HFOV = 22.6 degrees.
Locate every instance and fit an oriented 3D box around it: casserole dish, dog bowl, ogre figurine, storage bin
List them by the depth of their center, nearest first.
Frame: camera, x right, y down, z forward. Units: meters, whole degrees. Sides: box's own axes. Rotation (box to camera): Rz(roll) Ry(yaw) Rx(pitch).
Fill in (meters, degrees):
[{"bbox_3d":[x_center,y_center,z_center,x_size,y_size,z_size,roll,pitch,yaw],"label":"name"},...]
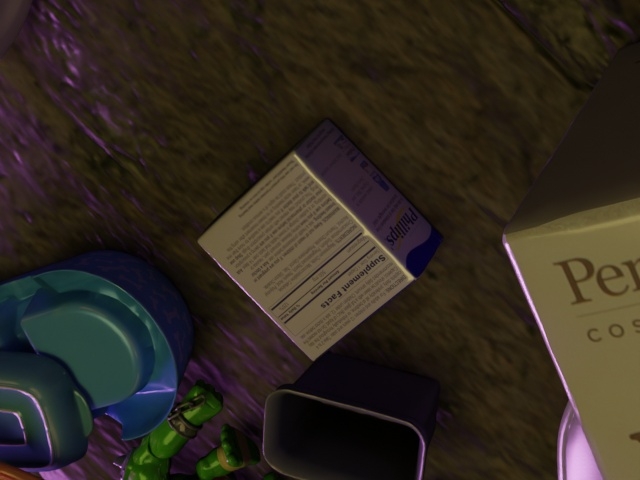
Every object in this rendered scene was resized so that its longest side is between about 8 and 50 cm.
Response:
[{"bbox_3d":[0.033,0.151,1.307,0.135,0.091,0.098,14,121,17],"label":"storage bin"},{"bbox_3d":[-0.287,0.152,1.391,0.188,0.037,0.114,2,116,24],"label":"casserole dish"},{"bbox_3d":[-0.096,0.227,1.407,0.118,0.097,0.197,-26,127,16],"label":"ogre figurine"},{"bbox_3d":[-0.239,0.101,1.410,0.297,0.074,0.166,-18,108,29],"label":"dog bowl"}]

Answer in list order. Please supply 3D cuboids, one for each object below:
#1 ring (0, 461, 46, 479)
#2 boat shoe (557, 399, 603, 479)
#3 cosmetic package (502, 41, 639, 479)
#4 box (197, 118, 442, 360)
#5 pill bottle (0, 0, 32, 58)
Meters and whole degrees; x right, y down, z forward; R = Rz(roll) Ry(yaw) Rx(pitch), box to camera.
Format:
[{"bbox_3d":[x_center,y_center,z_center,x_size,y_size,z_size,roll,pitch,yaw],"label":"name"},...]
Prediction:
[{"bbox_3d":[-0.301,0.258,1.465,0.337,0.032,0.336,13,148,9],"label":"ring"},{"bbox_3d":[0.246,0.202,1.247,0.114,0.091,0.302,39,134,40],"label":"boat shoe"},{"bbox_3d":[0.362,0.060,0.975,0.329,0.327,0.393,-16,108,30],"label":"cosmetic package"},{"bbox_3d":[0.000,0.000,1.252,0.137,0.072,0.126,47,124,-4],"label":"box"},{"bbox_3d":[-0.368,-0.235,1.239,0.272,0.152,0.152,20,122,12],"label":"pill bottle"}]
